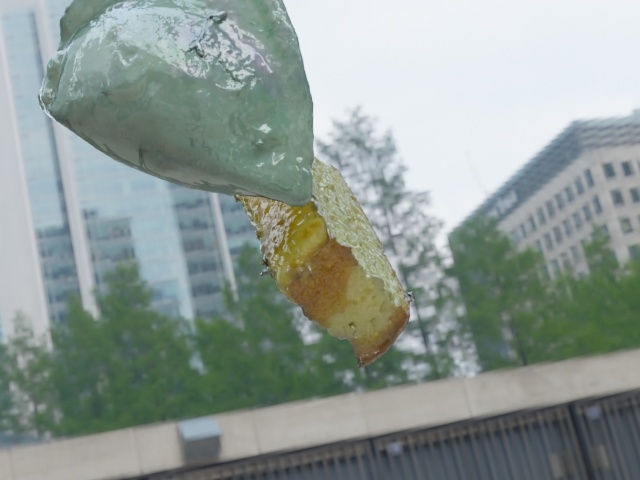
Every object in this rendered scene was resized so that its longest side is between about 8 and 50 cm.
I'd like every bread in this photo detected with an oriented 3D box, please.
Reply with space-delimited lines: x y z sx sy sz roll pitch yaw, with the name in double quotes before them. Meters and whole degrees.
"bread" 0.000 0.000 0.886 0.065 0.187 0.103 -37 -50 15

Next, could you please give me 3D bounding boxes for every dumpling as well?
"dumpling" -0.087 -0.103 0.814 0.105 0.217 0.149 -46 -21 -49
